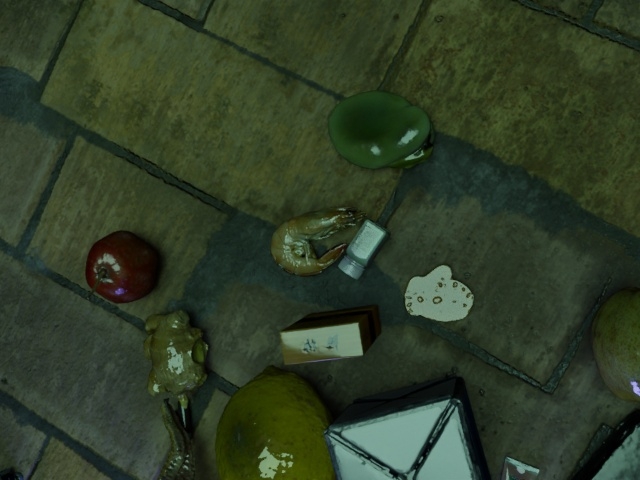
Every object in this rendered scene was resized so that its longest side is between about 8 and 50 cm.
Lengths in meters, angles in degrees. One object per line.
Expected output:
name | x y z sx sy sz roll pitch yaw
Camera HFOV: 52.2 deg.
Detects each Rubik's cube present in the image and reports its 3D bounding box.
Rubik's cube | 0.175 0.417 1.226 0.254 0.259 0.260 -16 82 12

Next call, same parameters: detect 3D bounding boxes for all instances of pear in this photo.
pear | 0.602 0.179 1.155 0.228 0.188 0.212 -9 95 13

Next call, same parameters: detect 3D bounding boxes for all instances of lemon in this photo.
lemon | -0.085 0.399 1.285 0.253 0.253 0.311 -20 63 12

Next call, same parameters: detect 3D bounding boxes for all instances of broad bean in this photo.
broad bean | 0.125 -0.220 1.332 0.228 0.100 0.169 31 88 24

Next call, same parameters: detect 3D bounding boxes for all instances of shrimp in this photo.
shrimp | -0.002 -0.001 1.365 0.235 0.053 0.133 -19 69 21

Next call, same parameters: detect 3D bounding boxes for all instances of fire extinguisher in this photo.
fire extinguisher | -0.311 0.406 1.453 0.046 0.032 0.100 -8 81 3

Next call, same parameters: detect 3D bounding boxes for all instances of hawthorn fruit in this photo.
hawthorn fruit | -0.442 0.059 1.403 0.162 0.203 0.163 0 88 10

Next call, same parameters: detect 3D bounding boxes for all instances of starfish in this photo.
starfish | -0.245 0.535 1.259 0.383 0.398 0.132 31 110 5

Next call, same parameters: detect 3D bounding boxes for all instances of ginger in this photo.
ginger | -0.317 0.259 1.421 0.157 0.102 0.216 -15 83 19

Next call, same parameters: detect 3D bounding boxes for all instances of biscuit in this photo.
biscuit | 0.243 0.106 1.329 0.140 0.023 0.118 14 92 14

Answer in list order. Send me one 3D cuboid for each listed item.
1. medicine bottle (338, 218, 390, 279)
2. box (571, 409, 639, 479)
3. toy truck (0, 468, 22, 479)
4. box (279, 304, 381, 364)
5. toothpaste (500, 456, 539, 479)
medicine bottle | 0.089 0.018 1.342 0.055 0.074 0.118 34 98 11
box | 0.628 0.537 1.196 0.350 0.091 0.359 39 97 10
toy truck | -0.753 0.630 1.533 0.100 0.077 0.169 -12 88 10
box | 0.026 0.180 1.271 0.152 0.237 0.070 -9 92 14
toothpaste | 0.368 0.531 1.285 0.067 0.043 0.195 19 88 16
